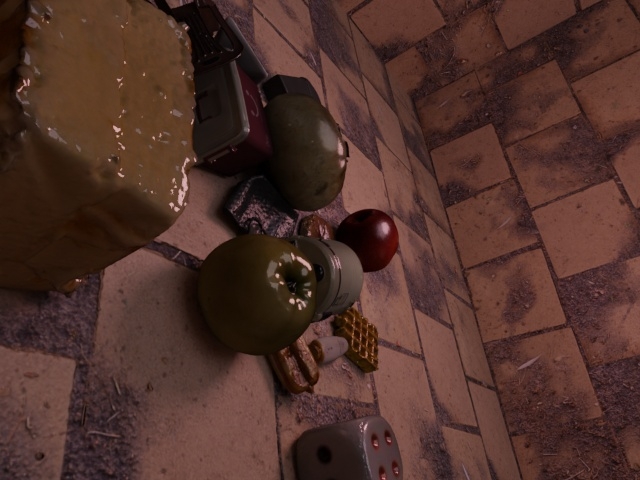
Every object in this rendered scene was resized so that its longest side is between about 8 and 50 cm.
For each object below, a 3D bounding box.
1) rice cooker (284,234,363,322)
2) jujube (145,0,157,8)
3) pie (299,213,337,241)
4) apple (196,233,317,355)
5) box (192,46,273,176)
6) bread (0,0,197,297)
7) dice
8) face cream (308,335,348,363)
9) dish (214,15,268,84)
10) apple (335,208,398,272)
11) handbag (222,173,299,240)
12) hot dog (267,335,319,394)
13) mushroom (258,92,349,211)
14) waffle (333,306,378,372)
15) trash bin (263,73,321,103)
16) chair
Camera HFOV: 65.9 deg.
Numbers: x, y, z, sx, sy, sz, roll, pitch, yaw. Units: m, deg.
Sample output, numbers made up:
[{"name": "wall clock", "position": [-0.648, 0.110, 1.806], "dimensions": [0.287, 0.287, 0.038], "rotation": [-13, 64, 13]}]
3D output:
[{"name": "rice cooker", "position": [-0.020, 0.101, 1.299], "dimensions": [0.244, 0.226, 0.225], "rotation": [8, 62, -63]}, {"name": "jujube", "position": [-0.430, -0.417, 1.025], "dimensions": [0.190, 0.190, 0.255], "rotation": [55, 30, -21]}, {"name": "pie", "position": [0.000, 0.000, 1.613], "dimensions": [0.195, 0.046, 0.195], "rotation": [43, 33, -38]}, {"name": "apple", "position": [-0.130, 0.113, 1.065], "dimensions": [0.262, 0.263, 0.262], "rotation": [42, 35, -39]}, {"name": "box", "position": [-0.246, -0.316, 1.275], "dimensions": [0.167, 0.194, 0.293], "rotation": [30, 43, -62]}, {"name": "bread", "position": [-0.374, -0.147, 0.679], "dimensions": [0.279, 0.390, 0.370], "rotation": [21, 49, -49]}, {"name": "dice", "position": [0.069, 0.520, 1.153], "dimensions": [0.193, 0.194, 0.191], "rotation": [16, 57, -55]}, {"name": "face cream", "position": [0.019, 0.306, 1.392], "dimensions": [0.182, 0.051, 0.072], "rotation": [7, 66, -59]}, {"name": "dish", "position": [-0.262, -0.498, 1.404], "dimensions": [0.080, 0.243, 0.181], "rotation": [-40, 107, -19]}, {"name": "apple", "position": [0.162, -0.001, 1.724], "dimensions": [0.201, 0.219, 0.218], "rotation": [58, 27, -26]}, {"name": "handbag", "position": [-0.157, -0.054, 1.339], "dimensions": [0.270, 0.089, 0.175], "rotation": [49, 42, -38]}, {"name": "hot dog", "position": [-0.082, 0.270, 1.212], "dimensions": [0.102, 0.076, 0.249], "rotation": [-27, 88, -25]}, {"name": "mushroom", "position": [-0.047, -0.250, 1.430], "dimensions": [0.352, 0.261, 0.352], "rotation": [58, -19, 33]}, {"name": "waffle", "position": [0.112, 0.298, 1.565], "dimensions": [0.211, 0.055, 0.160], "rotation": [47, 33, -32]}, {"name": "trash bin", "position": [-0.093, -0.509, 1.806], "dimensions": [0.236, 0.101, 0.176], "rotation": [-20, 88, -61]}, {"name": "chair", "position": [-0.317, -0.520, 1.213], "dimensions": [0.183, 0.176, 0.326], "rotation": [124, -59, -80]}]
